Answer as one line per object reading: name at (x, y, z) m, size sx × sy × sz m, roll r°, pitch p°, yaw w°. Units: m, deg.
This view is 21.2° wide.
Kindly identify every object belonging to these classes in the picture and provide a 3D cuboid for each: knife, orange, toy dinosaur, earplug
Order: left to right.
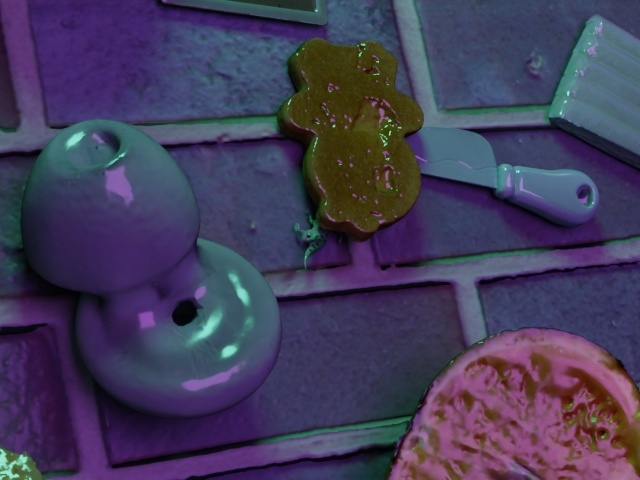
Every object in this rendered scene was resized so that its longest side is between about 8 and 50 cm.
earplug at (-0.174, 0.029, 1.731) m, size 0.214 × 0.175 × 0.325 m, roll -38°, pitch 96°, yaw -30°
toy dinosaur at (0.000, 0.000, 1.929) m, size 0.062 × 0.021 × 0.083 m, roll 15°, pitch 65°, yaw -37°
knife at (0.191, -0.090, 2.055) m, size 0.331 × 0.044 × 0.080 m, roll 16°, pitch 71°, yaw -21°
orange at (0.209, 0.251, 1.841) m, size 0.274 × 0.274 × 0.310 m, roll 13°, pitch 113°, yaw -26°

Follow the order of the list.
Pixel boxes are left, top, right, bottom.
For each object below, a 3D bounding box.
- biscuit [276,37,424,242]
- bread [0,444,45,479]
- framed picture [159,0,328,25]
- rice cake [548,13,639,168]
biscuit at (0.040, -0.117, 1.968) m, size 0.184 × 0.035 × 0.249 m, roll -3°, pitch 71°, yaw -26°
bread at (-0.326, 0.351, 1.520) m, size 0.233 × 0.245 × 0.362 m, roll 5°, pitch 77°, yaw -27°
framed picture at (-0.096, -0.387, 1.990) m, size 0.216 × 0.016 × 0.273 m, roll 5°, pitch 73°, yaw -27°
rice cake at (0.398, -0.182, 2.194) m, size 0.198 × 0.037 × 0.189 m, roll 32°, pitch 63°, yaw -17°
